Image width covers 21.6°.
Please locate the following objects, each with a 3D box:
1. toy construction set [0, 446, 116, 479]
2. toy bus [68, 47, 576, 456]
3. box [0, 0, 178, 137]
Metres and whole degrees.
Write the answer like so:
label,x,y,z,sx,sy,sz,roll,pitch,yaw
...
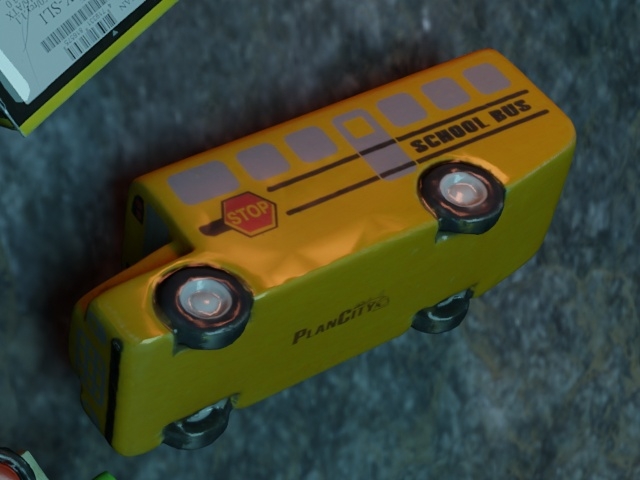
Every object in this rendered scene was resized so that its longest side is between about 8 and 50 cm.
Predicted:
label,x,y,z,sx,sy,sz,roll,pitch,yaw
toy construction set,-0.186,0.239,0.922,0.327,0.151,0.215,-37,95,-31
toy bus,0.000,0.000,0.993,0.332,0.130,0.108,-23,146,-28
box,-0.126,-0.175,0.758,0.257,0.322,0.079,-47,122,-17
